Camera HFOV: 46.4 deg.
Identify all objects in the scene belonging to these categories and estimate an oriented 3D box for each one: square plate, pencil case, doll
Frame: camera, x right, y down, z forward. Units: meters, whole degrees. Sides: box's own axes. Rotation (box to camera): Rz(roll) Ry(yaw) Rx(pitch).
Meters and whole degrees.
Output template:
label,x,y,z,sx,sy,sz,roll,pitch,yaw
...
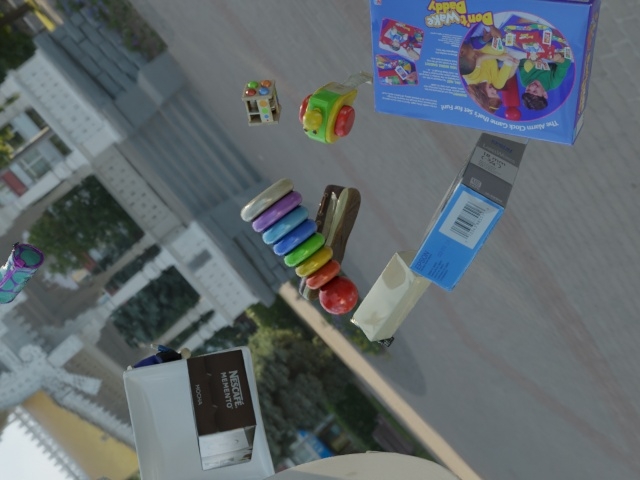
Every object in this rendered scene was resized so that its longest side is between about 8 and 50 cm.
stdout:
label,x,y,z,sx,sy,sz,roll,pitch,yaw
square plate,-0.295,0.458,1.835,0.049,0.344,0.347,16,-119,-76
pencil case,-0.620,0.068,1.510,0.064,0.152,0.070,50,-146,2
doll,-0.460,0.352,2.167,0.129,0.189,0.046,51,139,25

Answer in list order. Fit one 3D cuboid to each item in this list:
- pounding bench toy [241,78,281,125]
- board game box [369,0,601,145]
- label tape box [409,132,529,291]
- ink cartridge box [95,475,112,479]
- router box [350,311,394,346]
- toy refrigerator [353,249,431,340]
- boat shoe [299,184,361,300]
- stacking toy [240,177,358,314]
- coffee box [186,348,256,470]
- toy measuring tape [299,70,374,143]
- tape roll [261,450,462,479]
label,x,y,z,sx,sy,sz,roll,pitch,yaw
pounding bench toy,-0.099,-0.249,1.287,0.083,0.052,0.065,-83,-14,-46
board game box,0.254,-0.300,1.206,0.347,0.078,0.233,15,133,25
label tape box,0.317,-0.088,1.565,0.106,0.333,0.240,29,130,4
ink cartridge box,-0.428,0.601,1.590,0.176,0.128,0.127,26,166,0
router box,0.162,0.279,2.341,0.122,0.038,0.092,38,174,-21
toy refrigerator,0.211,0.158,2.129,0.094,0.269,0.102,-4,-134,-40
boat shoe,0.000,0.000,2.104,0.123,0.341,0.123,17,173,25
stacking toy,-0.030,0.026,1.682,0.330,0.141,0.141,53,172,-2
coffee box,-0.212,0.369,1.600,0.297,0.119,0.168,103,156,-61
toy measuring tape,0.039,-0.291,1.667,0.121,0.121,0.330,49,-147,-2
tape roll,0.019,0.403,0.984,0.392,0.392,0.071,-159,56,-73
